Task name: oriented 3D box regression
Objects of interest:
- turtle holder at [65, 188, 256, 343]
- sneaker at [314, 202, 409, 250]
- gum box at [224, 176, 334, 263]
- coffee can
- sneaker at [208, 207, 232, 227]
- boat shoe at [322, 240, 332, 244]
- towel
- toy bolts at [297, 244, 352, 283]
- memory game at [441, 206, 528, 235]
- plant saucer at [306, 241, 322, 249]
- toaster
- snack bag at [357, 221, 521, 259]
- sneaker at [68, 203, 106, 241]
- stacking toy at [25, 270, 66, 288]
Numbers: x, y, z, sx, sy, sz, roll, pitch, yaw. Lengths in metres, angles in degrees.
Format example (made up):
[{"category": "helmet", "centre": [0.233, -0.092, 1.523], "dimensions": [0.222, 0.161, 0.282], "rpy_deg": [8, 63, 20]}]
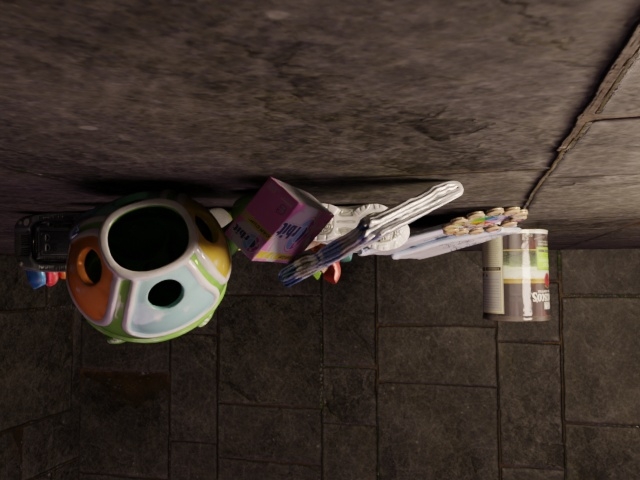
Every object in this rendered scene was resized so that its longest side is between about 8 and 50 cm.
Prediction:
[{"category": "turtle holder", "centre": [-0.238, 0.034, 0.937], "dimensions": [0.320, 0.243, 0.227], "rpy_deg": [5, 158, -13]}, {"category": "sneaker", "centre": [0.061, -0.034, 1.172], "dimensions": [0.232, 0.090, 0.115], "rpy_deg": [9, -178, -8]}, {"category": "gum box", "centre": [-0.055, -0.025, 0.900], "dimensions": [0.062, 0.107, 0.188], "rpy_deg": [43, -171, 15]}, {"category": "coffee can", "centre": [0.604, 0.108, 1.815], "dimensions": [0.202, 0.275, 0.201], "rpy_deg": [-1, 177, 0]}, {"category": "sneaker", "centre": [-0.177, -0.019, 1.235], "dimensions": [0.240, 0.091, 0.126], "rpy_deg": [0, 177, -12]}, {"category": "boat shoe", "centre": [0.081, -0.011, 1.455], "dimensions": [0.227, 0.079, 0.081], "rpy_deg": [8, 176, -43]}, {"category": "towel", "centre": [0.069, -0.008, 0.914], "dimensions": [0.209, 0.034, 0.285], "rpy_deg": [-25, 176, -34]}, {"category": "toy bolts", "centre": [0.000, 0.000, 1.620], "dimensions": [0.218, 0.158, 0.228], "rpy_deg": [48, 162, -27]}, {"category": "memory game", "centre": [0.353, -0.038, 1.260], "dimensions": [0.186, 0.012, 0.186], "rpy_deg": [-7, 166, -2]}, {"category": "plant saucer", "centre": [-0.054, -0.004, 1.298], "dimensions": [0.199, 0.036, 0.198], "rpy_deg": [-18, -166, 4]}, {"category": "toaster", "centre": [-0.547, 0.003, 1.302], "dimensions": [0.227, 0.129, 0.146], "rpy_deg": [-3, 180, 3]}, {"category": "snack bag", "centre": [0.310, 0.001, 1.494], "dimensions": [0.323, 0.037, 0.342], "rpy_deg": [-17, 168, 32]}, {"category": "sneaker", "centre": [-0.353, 0.010, 1.095], "dimensions": [0.262, 0.104, 0.125], "rpy_deg": [7, -143, 1]}, {"category": "stacking toy", "centre": [-0.685, 0.024, 1.672], "dimensions": [0.302, 0.165, 0.175], "rpy_deg": [-15, -179, -33]}]
